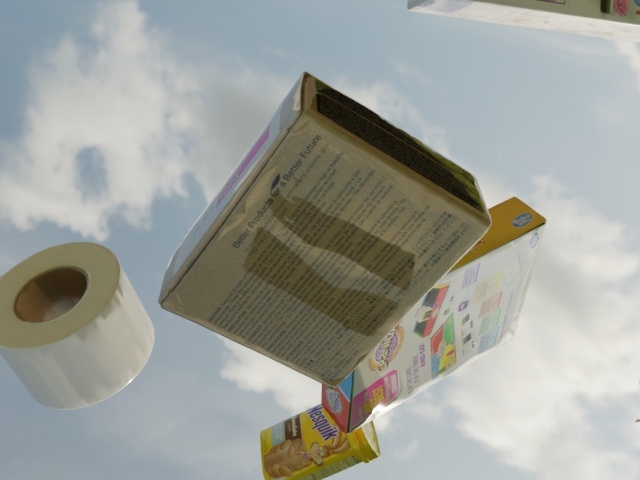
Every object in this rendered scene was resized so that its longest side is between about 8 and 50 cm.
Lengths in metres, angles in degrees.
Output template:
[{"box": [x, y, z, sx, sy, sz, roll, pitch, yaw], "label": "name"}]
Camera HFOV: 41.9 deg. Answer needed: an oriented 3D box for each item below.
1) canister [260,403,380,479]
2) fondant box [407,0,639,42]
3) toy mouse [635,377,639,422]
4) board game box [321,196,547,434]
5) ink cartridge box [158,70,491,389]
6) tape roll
[{"box": [-0.004, 0.311, 1.286, 0.073, 0.170, 0.126, 58, -170, -31], "label": "canister"}, {"box": [0.271, -0.356, 0.917, 0.331, 0.238, 0.096, 4, -177, -13], "label": "fondant box"}, {"box": [0.388, 0.127, 0.908, 0.031, 0.161, 0.143, 28, -143, -11], "label": "toy mouse"}, {"box": [0.149, 0.100, 1.129, 0.317, 0.242, 0.064, -24, -131, -26], "label": "board game box"}, {"box": [0.000, 0.000, 0.742, 0.193, 0.234, 0.088, 30, -150, -19], "label": "ink cartridge box"}, {"box": [-0.429, 0.144, 1.442, 0.246, 0.169, 0.246, -10, -138, 9], "label": "tape roll"}]
